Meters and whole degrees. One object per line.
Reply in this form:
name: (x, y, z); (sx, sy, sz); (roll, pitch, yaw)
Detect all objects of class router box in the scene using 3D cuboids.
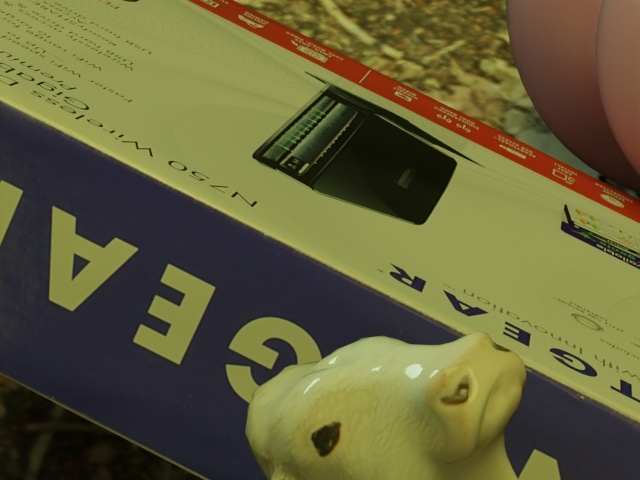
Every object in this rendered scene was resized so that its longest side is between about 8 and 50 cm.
router box: (0.000, 0.000, 0.655); (0.335, 0.082, 0.301); (27, 16, 2)

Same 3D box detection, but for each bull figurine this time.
bull figurine: (0.023, 0.178, 0.461); (0.188, 0.310, 0.101); (29, 16, 24)

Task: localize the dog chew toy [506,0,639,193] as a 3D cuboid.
dog chew toy: (0.206, -0.092, 0.790); (0.206, 0.207, 0.332); (-1, 19, -8)
